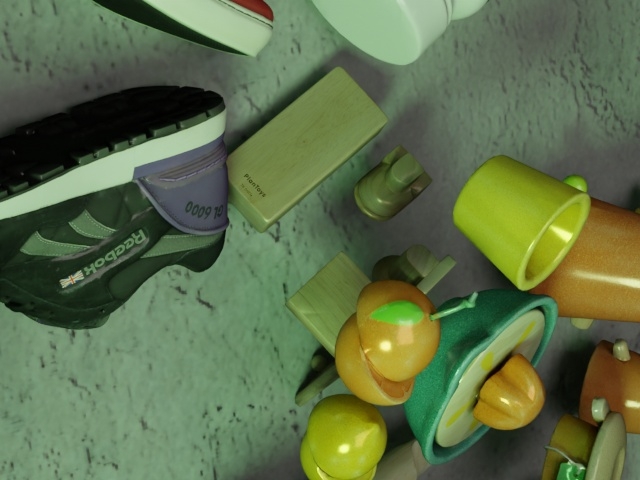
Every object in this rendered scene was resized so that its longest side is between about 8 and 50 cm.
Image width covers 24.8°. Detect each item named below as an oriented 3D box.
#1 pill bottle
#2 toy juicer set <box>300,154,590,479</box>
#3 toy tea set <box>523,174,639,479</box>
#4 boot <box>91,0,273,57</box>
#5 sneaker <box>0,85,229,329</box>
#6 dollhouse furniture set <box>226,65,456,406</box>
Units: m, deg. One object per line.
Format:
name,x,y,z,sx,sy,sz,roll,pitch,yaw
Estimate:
pill bottle,0.088,-0.220,0.946,0.208,0.119,0.119,-49,124,-17
toy juicer set,0.081,0.110,0.941,0.209,0.089,0.329,-41,154,-25
toy tea set,0.189,0.109,1.123,0.200,0.124,0.336,17,86,-67
boot,-0.100,-0.223,0.830,0.244,0.088,0.176,29,81,-34
sneaker,-0.166,0.008,0.822,0.283,0.107,0.124,-20,117,-32
dollhouse furniture set,0.000,0.000,0.988,0.144,0.123,0.151,-41,87,-22
